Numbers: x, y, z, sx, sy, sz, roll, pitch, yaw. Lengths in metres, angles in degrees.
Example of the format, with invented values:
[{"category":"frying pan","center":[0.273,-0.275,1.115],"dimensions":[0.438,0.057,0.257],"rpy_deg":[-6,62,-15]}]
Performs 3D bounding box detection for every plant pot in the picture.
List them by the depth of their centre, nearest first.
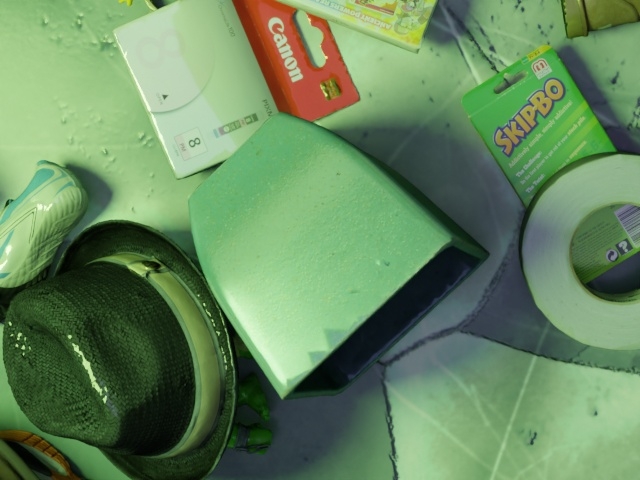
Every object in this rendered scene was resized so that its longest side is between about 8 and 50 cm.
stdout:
[{"category":"plant pot","center":[0.000,0.000,1.624],"dimensions":[0.248,0.247,0.252],"rpy_deg":[-43,76,8]}]

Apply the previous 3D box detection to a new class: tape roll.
[{"category":"tape roll","center":[0.333,0.011,1.634],"dimensions":[0.219,0.072,0.219],"rpy_deg":[0,96,4]}]

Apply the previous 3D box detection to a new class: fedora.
[{"category":"fedora","center":[-0.246,0.138,1.623],"dimensions":[0.334,0.153,0.334],"rpy_deg":[9,102,44]}]

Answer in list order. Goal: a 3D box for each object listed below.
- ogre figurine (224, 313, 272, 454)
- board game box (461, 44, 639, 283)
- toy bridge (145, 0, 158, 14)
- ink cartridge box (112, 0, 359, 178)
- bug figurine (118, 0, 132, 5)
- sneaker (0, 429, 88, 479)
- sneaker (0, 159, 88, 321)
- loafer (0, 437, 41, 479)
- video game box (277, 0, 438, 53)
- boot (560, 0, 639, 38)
[{"category":"ogre figurine","center":[-0.130,0.163,1.721],"dimensions":[0.118,0.097,0.197],"rpy_deg":[-14,110,-11]},{"category":"board game box","center":[0.278,-0.086,1.681],"dimensions":[0.124,0.039,0.259],"rpy_deg":[-32,95,7]},{"category":"toy bridge","center":[-0.260,-0.318,1.716],"dimensions":[0.188,0.026,0.063],"rpy_deg":[37,96,1]},{"category":"ink cartridge box","center":[-0.096,-0.200,1.683],"dimensions":[0.232,0.066,0.189],"rpy_deg":[-23,93,4]},{"category":"bug figurine","center":[-0.142,-0.378,1.636],"dimensions":[0.279,0.072,0.216],"rpy_deg":[-7,76,15]},{"category":"sneaker","center":[-0.309,0.345,1.760],"dimensions":[0.262,0.099,0.121],"rpy_deg":[36,105,9]},{"category":"sneaker","center":[-0.362,0.009,1.740],"dimensions":[0.237,0.085,0.086],"rpy_deg":[-52,55,14]},{"category":"loafer","center":[-0.378,0.318,1.658],"dimensions":[0.366,0.130,0.133],"rpy_deg":[30,109,10]},{"category":"video game box","center":[0.051,-0.334,1.661],"dimensions":[0.205,0.048,0.187],"rpy_deg":[22,85,3]},{"category":"boot","center":[0.389,-0.353,1.622],"dimensions":[0.270,0.089,0.236],"rpy_deg":[-10,107,7]}]
